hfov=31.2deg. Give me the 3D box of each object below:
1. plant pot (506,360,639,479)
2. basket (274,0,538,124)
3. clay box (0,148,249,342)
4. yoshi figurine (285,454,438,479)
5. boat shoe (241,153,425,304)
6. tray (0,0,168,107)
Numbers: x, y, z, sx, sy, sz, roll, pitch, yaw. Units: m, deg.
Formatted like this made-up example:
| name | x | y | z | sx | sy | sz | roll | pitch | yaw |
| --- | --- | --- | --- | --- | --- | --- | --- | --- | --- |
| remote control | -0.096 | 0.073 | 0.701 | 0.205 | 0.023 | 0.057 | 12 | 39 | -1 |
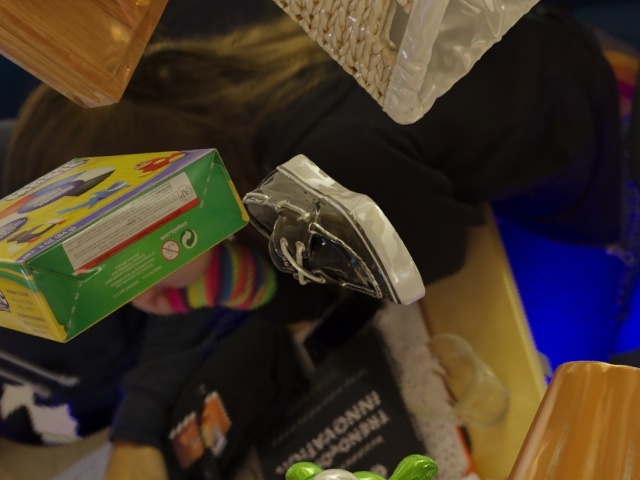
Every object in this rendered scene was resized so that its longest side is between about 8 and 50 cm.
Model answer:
| name | x | y | z | sx | sy | sz | roll | pitch | yaw |
| --- | --- | --- | --- | --- | --- | --- | --- | --- | --- |
| plant pot | 0.254 | 0.214 | 1.016 | 0.205 | 0.205 | 0.188 | -2 | 67 | 44 |
| basket | 0.135 | -0.385 | 1.407 | 0.266 | 0.328 | 0.331 | 40 | 67 | 12 |
| clay box | -0.155 | -0.003 | 0.684 | 0.127 | 0.053 | 0.222 | -35 | 21 | -29 |
| yoshi figurine | 0.090 | 0.394 | 1.537 | 0.203 | 0.203 | 0.362 | -41 | 32 | -17 |
| boat shoe | 0.000 | 0.000 | 1.155 | 0.102 | 0.108 | 0.301 | -31 | 33 | -11 |
| tray | -0.300 | -0.304 | 0.946 | 0.076 | 0.411 | 0.202 | 0 | 63 | 51 |
